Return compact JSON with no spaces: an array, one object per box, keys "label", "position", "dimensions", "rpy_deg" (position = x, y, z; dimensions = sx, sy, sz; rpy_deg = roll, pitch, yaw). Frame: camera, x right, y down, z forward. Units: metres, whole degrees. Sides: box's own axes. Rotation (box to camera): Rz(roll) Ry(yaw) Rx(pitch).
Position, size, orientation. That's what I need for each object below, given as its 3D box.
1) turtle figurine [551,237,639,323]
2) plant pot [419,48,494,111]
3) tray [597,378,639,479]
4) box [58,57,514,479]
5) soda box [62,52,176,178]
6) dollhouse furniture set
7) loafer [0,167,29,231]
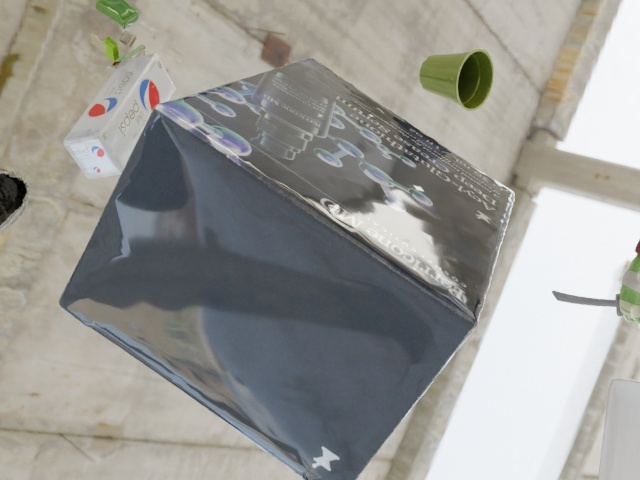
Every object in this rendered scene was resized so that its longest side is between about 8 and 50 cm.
[{"label":"turtle figurine","position":[0.418,0.040,0.820],"dimensions":[0.198,0.266,0.274],"rpy_deg":[1,-50,-16]},{"label":"plant pot","position":[0.181,-0.224,1.096],"dimensions":[0.083,0.079,0.083],"rpy_deg":[-19,-61,-39]},{"label":"tray","position":[0.349,0.283,0.811],"dimensions":[0.030,0.145,0.270],"rpy_deg":[42,-124,-80]},{"label":"box","position":[0.000,0.000,0.795],"dimensions":[0.212,0.293,0.395],"rpy_deg":[-57,-4,25]},{"label":"soda box","position":[-0.298,-0.191,1.212],"dimensions":[0.216,0.069,0.074],"rpy_deg":[-71,-34,-42]},{"label":"dollhouse furniture set","position":[-0.324,-0.316,1.279],"dimensions":[0.076,0.058,0.151],"rpy_deg":[-46,-11,-28]},{"label":"loafer","position":[-0.377,-0.013,0.741],"dimensions":[0.251,0.087,0.094],"rpy_deg":[-40,-73,-46]}]
